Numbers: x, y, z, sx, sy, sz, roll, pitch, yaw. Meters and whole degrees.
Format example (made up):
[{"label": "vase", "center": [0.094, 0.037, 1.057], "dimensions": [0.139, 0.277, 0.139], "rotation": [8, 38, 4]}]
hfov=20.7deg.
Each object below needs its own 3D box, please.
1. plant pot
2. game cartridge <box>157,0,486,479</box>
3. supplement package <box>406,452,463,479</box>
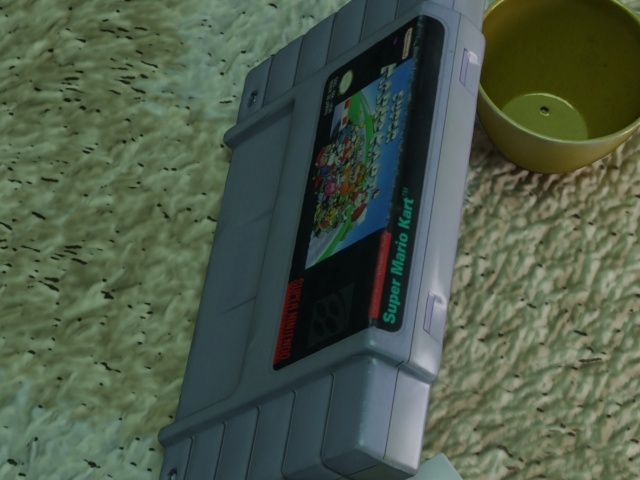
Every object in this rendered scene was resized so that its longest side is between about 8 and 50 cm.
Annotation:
[{"label": "plant pot", "center": [0.164, -0.099, 1.229], "dimensions": [0.134, 0.095, 0.134], "rotation": [2, 60, -3]}, {"label": "game cartridge", "center": [0.000, 0.000, 1.091], "dimensions": [0.068, 0.230, 0.355], "rotation": [25, 57, -24]}, {"label": "supplement package", "center": [0.012, 0.285, 0.974], "dimensions": [0.262, 0.145, 0.204], "rotation": [-28, 67, -19]}]
